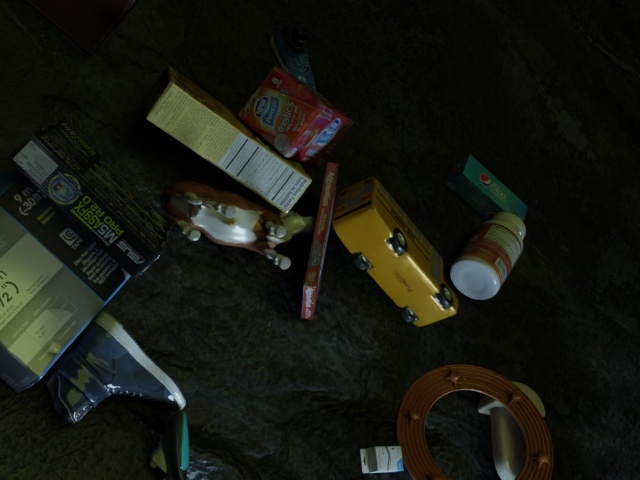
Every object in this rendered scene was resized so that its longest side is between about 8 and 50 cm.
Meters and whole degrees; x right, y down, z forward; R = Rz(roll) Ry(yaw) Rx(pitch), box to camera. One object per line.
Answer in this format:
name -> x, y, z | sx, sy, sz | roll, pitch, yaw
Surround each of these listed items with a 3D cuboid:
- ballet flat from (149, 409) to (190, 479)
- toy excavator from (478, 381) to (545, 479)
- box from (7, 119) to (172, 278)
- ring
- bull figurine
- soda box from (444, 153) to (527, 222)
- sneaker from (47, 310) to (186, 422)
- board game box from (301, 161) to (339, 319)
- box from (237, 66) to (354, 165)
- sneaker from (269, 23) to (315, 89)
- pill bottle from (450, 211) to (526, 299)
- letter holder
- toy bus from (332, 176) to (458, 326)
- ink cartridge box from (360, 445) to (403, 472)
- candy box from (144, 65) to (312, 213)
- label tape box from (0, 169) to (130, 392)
ballet flat -> -0.242, 0.381, 1.408 | 0.074, 0.074, 0.203 | -1, 76, -37
toy excavator -> 0.476, 0.571, 1.798 | 0.445, 0.222, 0.433 | 40, 50, -6
box -> -0.368, -0.074, 1.425 | 0.270, 0.060, 0.216 | 46, 6, -13
ring -> 0.318, 0.399, 1.757 | 0.336, 0.032, 0.337 | 7, 54, -10
bull figurine -> -0.142, -0.031, 1.609 | 0.310, 0.188, 0.101 | 13, 101, -24
soda box -> 0.407, -0.111, 2.112 | 0.210, 0.067, 0.071 | 39, 52, -18
sneaker -> -0.332, 0.245, 1.390 | 0.163, 0.086, 0.226 | -51, 123, -22
board game box -> 0.000, 0.000, 1.710 | 0.027, 0.145, 0.281 | 9, 61, 3
box -> -0.041, -0.237, 1.690 | 0.128, 0.123, 0.257 | 40, 10, 11
sneaker -> -0.044, -0.398, 1.881 | 0.058, 0.084, 0.152 | -30, 91, -41
pill bottle -> 0.396, 0.029, 2.010 | 0.121, 0.121, 0.216 | 50, 49, -9
letter holder -> -0.451, -0.524, 1.539 | 0.302, 0.214, 0.152 | 40, 52, -17
toy bus -> 0.161, 0.032, 1.801 | 0.333, 0.108, 0.130 | 47, 33, -29
ink cartridge box -> 0.120, 0.427, 1.687 | 0.083, 0.028, 0.048 | 8, 66, -34
candy box -> -0.177, -0.191, 1.627 | 0.316, 0.088, 0.183 | 33, 11, -21
label tape box -> -0.499, 0.023, 1.336 | 0.348, 0.115, 0.249 | 47, 50, -14
